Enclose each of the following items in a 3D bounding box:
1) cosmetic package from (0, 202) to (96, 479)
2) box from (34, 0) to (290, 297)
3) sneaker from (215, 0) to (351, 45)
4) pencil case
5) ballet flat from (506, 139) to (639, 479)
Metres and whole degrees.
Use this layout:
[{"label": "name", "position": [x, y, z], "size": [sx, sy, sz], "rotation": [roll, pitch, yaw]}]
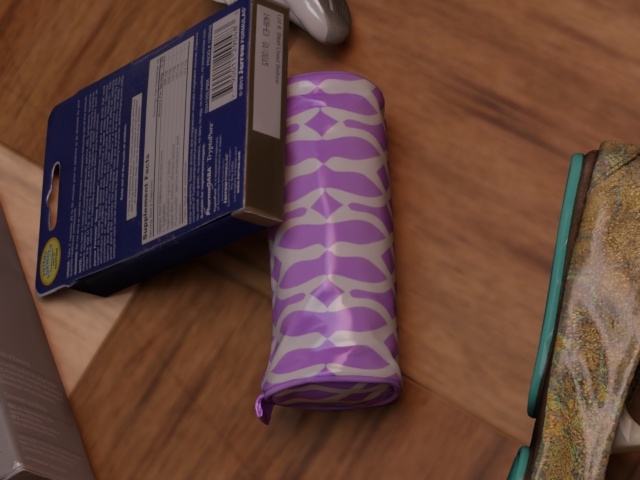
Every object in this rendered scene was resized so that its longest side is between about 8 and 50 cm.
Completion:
[{"label": "cosmetic package", "position": [-0.241, 0.073, 1.224], "size": [0.127, 0.107, 0.238], "rotation": [-31, 66, 13]}, {"label": "box", "position": [-0.100, -0.049, 1.210], "size": [0.225, 0.036, 0.136], "rotation": [-21, 61, 47]}, {"label": "sneaker", "position": [-0.035, -0.164, 1.259], "size": [0.061, 0.054, 0.152], "rotation": [-48, 55, 10]}, {"label": "pencil case", "position": [0.000, 0.000, 1.161], "size": [0.088, 0.086, 0.206], "rotation": [-7, 69, 8]}, {"label": "ballet flat", "position": [0.149, 0.116, 1.052], "size": [0.123, 0.123, 0.348], "rotation": [11, 76, 25]}]
